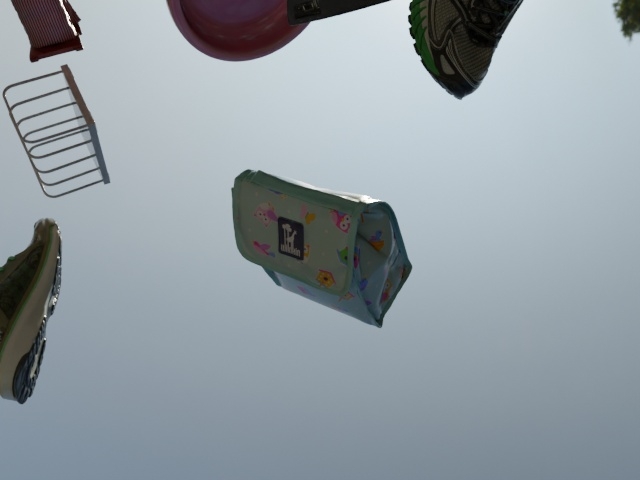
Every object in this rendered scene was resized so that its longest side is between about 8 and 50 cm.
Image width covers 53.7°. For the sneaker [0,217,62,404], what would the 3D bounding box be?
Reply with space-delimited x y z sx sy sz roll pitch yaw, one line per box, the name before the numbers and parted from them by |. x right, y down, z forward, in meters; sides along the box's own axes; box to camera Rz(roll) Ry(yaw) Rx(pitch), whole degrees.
sneaker | -0.584 0.097 1.160 0.410 0.182 0.158 -99 -155 -47

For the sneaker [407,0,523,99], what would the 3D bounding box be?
sneaker | 0.226 -0.351 0.866 0.146 0.134 0.343 -2 -116 49

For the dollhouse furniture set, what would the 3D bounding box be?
dollhouse furniture set | -0.486 -0.556 1.369 0.374 0.201 0.152 -19 -133 -7

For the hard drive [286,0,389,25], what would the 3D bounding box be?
hard drive | 0.069 -0.451 1.077 0.255 0.054 0.172 -8 -136 20

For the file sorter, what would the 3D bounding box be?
file sorter | -0.667 -0.264 1.608 0.173 0.277 0.192 -23 -109 -20

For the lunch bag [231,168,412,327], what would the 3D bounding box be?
lunch bag | 0.000 0.000 0.968 0.223 0.262 0.160 20 -110 29

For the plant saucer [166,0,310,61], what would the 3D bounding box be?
plant saucer | -0.132 -0.489 1.146 0.332 0.332 0.084 -40 -121 6
